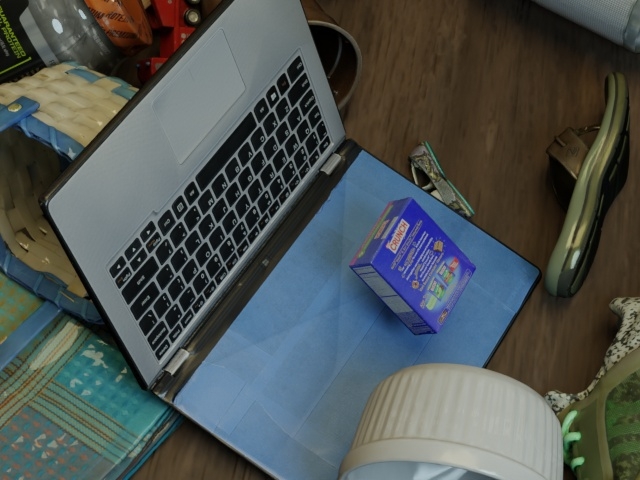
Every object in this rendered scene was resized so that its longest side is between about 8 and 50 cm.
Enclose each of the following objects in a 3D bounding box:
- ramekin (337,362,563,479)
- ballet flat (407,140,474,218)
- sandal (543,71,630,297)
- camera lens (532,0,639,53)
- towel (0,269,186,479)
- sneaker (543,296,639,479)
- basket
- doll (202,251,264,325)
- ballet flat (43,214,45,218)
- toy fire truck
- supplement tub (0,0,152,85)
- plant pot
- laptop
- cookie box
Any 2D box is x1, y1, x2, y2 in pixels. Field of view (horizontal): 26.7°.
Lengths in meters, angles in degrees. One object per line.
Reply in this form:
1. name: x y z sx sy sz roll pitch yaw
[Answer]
1. ramekin: 0.126 0.199 1.234 0.207 0.207 0.109 13 58 5
2. ballet flat: 0.132 -0.060 1.520 0.041 0.041 0.114 -21 59 -17
3. sandal: 0.285 -0.075 1.494 0.086 0.120 0.302 13 55 21
4. camera lens: 0.343 -0.370 1.630 0.274 0.219 0.219 30 59 16
5. towel: -0.348 0.152 1.339 0.370 0.040 0.271 31 59 16
6. sneaker: 0.294 0.209 1.314 0.182 0.158 0.410 7 51 39
7. basket: -0.278 -0.026 1.294 0.201 0.254 0.289 27 52 30
8. doll: -0.119 0.038 1.426 0.129 0.046 0.189 -36 68 -19
9. ballet flat: -0.220 -0.099 1.499 0.248 0.086 0.086 -19 59 -15
10. toy fire truck: -0.208 -0.266 1.547 0.135 0.047 0.192 1 91 -30
11. supplement tub: -0.352 -0.209 1.435 0.316 0.193 0.193 -24 58 7
12. plant pot: -0.058 -0.234 1.557 0.167 0.167 0.165 -15 49 -13
13. laptop: 0.000 0.000 1.311 0.236 0.408 0.382 14 52 33
14. cookie box: 0.092 0.026 1.337 0.107 0.040 0.092 47 58 -21
